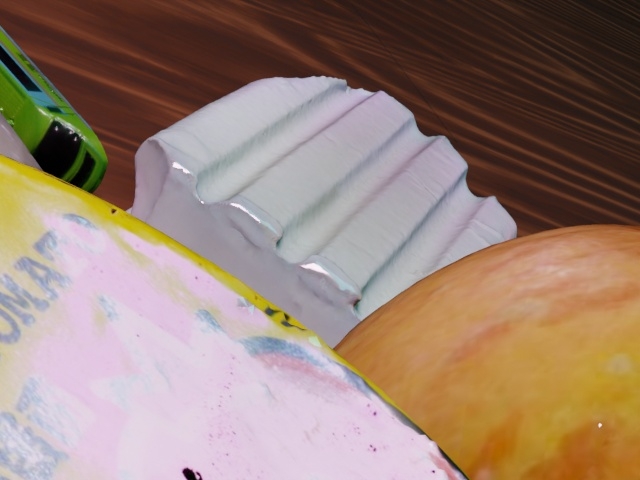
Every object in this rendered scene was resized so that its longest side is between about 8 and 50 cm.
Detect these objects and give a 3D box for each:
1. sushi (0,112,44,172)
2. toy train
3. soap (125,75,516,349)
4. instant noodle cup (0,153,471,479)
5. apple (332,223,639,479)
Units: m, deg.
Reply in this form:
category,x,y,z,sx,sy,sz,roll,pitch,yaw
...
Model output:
category,x,y,z,sx,sy,sz,roll,pitch,yaw
sushi,-0.243,-0.027,0.669,0.348,0.207,0.234,44,8,0
toy train,-0.213,-0.105,1.056,0.209,0.044,0.042,46,24,25
soap,0.000,0.000,1.060,0.208,0.115,0.347,38,22,3
instant noodle cup,-0.112,0.160,0.399,0.325,0.254,0.325,30,22,-14
apple,0.135,0.191,0.628,0.400,0.333,0.400,38,2,-2
